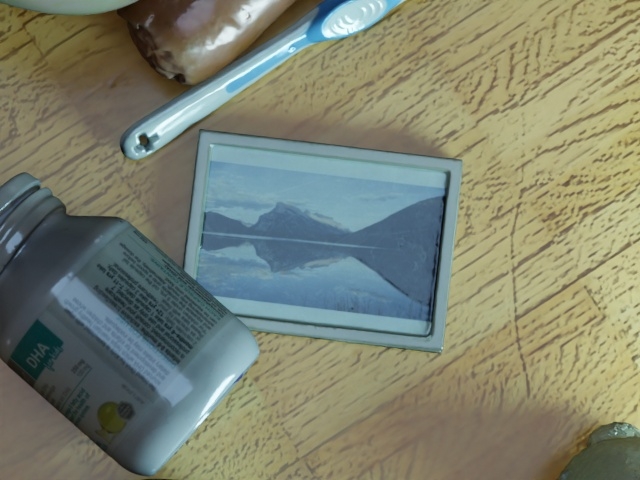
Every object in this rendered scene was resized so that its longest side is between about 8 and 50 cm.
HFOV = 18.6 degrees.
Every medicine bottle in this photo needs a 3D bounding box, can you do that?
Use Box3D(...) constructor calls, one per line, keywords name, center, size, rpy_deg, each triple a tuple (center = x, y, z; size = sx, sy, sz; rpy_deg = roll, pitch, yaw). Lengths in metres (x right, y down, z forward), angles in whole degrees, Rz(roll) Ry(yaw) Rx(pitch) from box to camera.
Box3D(name="medicine bottle", center=(-0.162, 0.054, 1.397), size=(0.215, 0.135, 0.135), rpy_deg=(41, 83, 2))

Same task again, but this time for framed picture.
Box3D(name="framed picture", center=(0.000, 0.000, 1.471), size=(0.203, 0.015, 0.150), rpy_deg=(7, 84, -2))

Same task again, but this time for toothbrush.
Box3D(name="toothbrush", center=(0.015, -0.167, 1.479), size=(0.386, 0.040, 0.040), rpy_deg=(-34, 86, -6))

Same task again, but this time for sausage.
Box3D(name="sausage", center=(0.031, -0.268, 1.464), size=(0.419, 0.094, 0.094), rpy_deg=(-39, 77, -5))

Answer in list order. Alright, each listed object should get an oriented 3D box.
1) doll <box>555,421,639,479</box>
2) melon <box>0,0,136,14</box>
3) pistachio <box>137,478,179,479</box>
Box3D(name="doll", center=(0.276, 0.266, 1.402), size=(0.278, 0.149, 0.175), rpy_deg=(49, 51, -9))
Box3D(name="melon", center=(-0.224, -0.283, 1.341), size=(0.317, 0.223, 0.223), rpy_deg=(25, 83, -17))
Box3D(name="pistachio", center=(-0.066, 0.257, 1.381), size=(0.238, 0.138, 0.153), rpy_deg=(36, 48, 1))
